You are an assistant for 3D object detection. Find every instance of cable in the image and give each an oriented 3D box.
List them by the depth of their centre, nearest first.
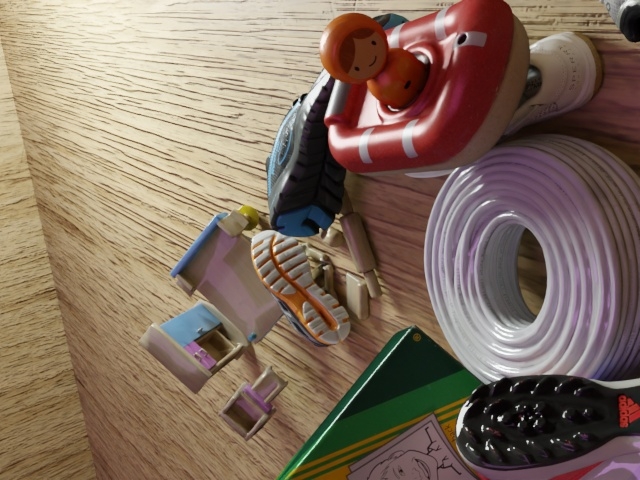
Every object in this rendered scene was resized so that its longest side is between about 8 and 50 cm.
[{"bbox_3d":[0.203,0.027,0.643,0.257,0.089,0.257,-49,51,56],"label":"cable"}]

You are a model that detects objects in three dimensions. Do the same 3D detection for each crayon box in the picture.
[{"bbox_3d":[0.121,0.318,0.645,0.363,0.313,0.106,40,167,5],"label":"crayon box"}]

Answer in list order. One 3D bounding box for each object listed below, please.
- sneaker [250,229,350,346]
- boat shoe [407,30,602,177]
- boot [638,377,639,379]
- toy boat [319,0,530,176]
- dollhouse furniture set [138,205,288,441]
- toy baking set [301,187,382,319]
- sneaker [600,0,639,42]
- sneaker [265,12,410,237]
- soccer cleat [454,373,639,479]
[{"bbox_3d":[-0.042,0.080,1.050,0.215,0.084,0.083,55,157,14],"label":"sneaker"},{"bbox_3d":[0.144,-0.131,0.702,0.277,0.096,0.098,-27,83,55],"label":"boat shoe"},{"bbox_3d":[0.345,0.194,0.578,0.262,0.095,0.203,58,143,23],"label":"boot"},{"bbox_3d":[0.065,-0.149,0.606,0.231,0.151,0.151,0,71,55],"label":"toy boat"},{"bbox_3d":[-0.114,0.125,1.214,0.286,0.198,0.303,41,107,6],"label":"dollhouse furniture set"},{"bbox_3d":[0.004,0.000,1.017,0.197,0.030,0.256,-13,95,56],"label":"toy baking set"},{"bbox_3d":[0.285,-0.203,0.507,0.170,0.063,0.074,-24,86,60],"label":"sneaker"},{"bbox_3d":[0.004,-0.156,0.863,0.341,0.125,0.139,-55,41,40],"label":"sneaker"},{"bbox_3d":[0.267,0.158,0.508,0.318,0.108,0.116,-11,132,31],"label":"soccer cleat"}]
